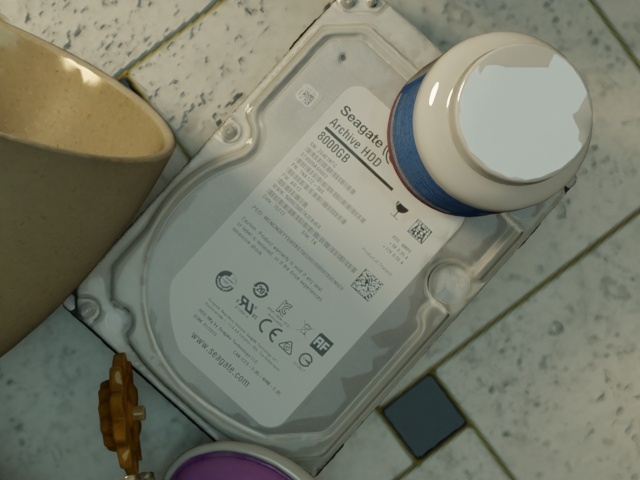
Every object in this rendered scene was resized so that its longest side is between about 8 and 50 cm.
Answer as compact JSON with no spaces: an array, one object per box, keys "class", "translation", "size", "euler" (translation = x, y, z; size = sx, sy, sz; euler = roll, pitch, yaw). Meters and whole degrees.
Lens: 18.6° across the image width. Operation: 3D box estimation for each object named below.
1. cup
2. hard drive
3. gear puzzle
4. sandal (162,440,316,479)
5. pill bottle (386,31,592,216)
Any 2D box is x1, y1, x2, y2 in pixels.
[{"class":"cup","translation":[-0.297,-0.026,1.365],"size":[0.331,0.331,0.237],"euler":[23,103,-4]},{"class":"hard drive","translation":[0.000,0.000,1.497],"size":[0.237,0.064,0.339],"euler":[43,86,-3]},{"class":"gear puzzle","translation":[-0.139,0.248,1.366],"size":[0.044,0.175,0.339],"euler":[-4,84,2]},{"class":"sandal","translation":[-0.023,0.351,1.442],"size":[0.169,0.102,0.416],"euler":[-12,96,13]},{"class":"pill bottle","translation":[0.120,-0.079,1.365],"size":[0.124,0.221,0.124],"euler":[0,90,-5]}]
